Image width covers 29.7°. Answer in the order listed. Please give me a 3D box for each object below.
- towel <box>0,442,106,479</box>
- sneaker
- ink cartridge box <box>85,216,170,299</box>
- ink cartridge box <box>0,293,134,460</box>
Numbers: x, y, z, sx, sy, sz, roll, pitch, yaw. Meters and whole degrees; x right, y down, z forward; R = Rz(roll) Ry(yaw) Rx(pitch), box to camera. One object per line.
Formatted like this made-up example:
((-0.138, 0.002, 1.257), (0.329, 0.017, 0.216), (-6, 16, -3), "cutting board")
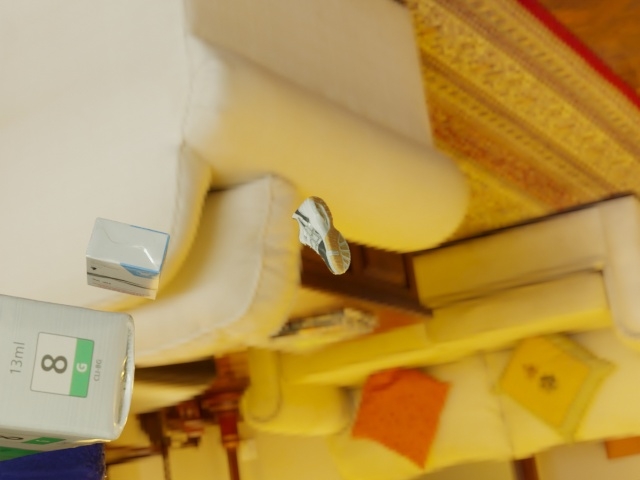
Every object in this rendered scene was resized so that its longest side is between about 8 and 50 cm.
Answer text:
((-0.339, 0.268, 1.271), (0.228, 0.308, 0.076), (0, 133, -15), "towel")
((0.000, 0.000, 1.150), (0.037, 0.083, 0.032), (-36, 152, 29), "sneaker")
((-0.126, 0.015, 0.787), (0.048, 0.028, 0.083), (14, 161, -5), "ink cartridge box")
((-0.208, 0.046, 0.462), (0.225, 0.056, 0.181), (10, 164, -29), "ink cartridge box")
